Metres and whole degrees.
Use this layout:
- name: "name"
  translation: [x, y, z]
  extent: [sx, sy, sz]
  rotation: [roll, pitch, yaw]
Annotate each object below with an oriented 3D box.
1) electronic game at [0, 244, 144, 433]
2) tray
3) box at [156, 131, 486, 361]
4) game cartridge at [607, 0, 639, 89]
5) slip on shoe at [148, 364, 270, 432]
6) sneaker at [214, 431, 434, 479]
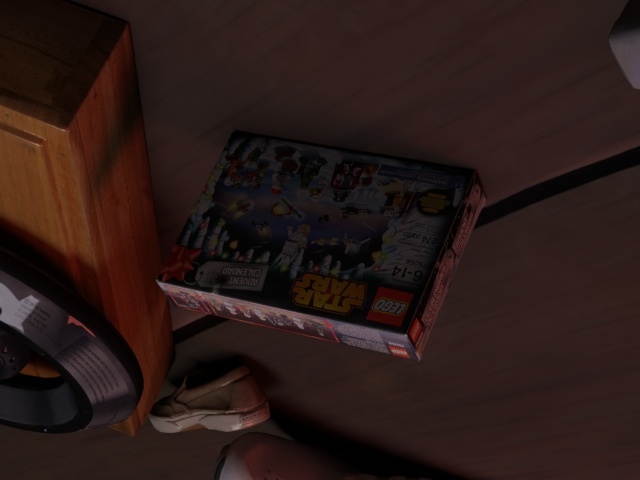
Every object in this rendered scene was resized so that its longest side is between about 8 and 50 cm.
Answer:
- name: "electronic game"
  translation: [-0.211, 0.047, 0.901]
  extent: [0.229, 0.048, 0.229]
  rotation: [19, 152, 10]
- name: "tray"
  translation: [-0.204, -0.016, 0.915]
  extent: [0.203, 0.076, 0.411]
  rotation: [21, 155, 9]
- name: "box"
  translation: [0.000, 0.000, 0.743]
  extent: [0.137, 0.094, 0.027]
  rotation: [10, 151, 26]
- name: "game cartridge"
  translation: [0.274, 0.041, 0.525]
  extent: [0.230, 0.068, 0.355]
  rotation: [-11, 119, 45]
- name: "slip on shoe"
  translation: [-0.083, 0.111, 1.088]
  extent: [0.135, 0.051, 0.041]
  rotation: [-8, 100, 60]
- name: "sneaker"
  translation: [0.065, 0.207, 1.097]
  extent: [0.297, 0.111, 0.129]
  rotation: [27, 139, -13]
